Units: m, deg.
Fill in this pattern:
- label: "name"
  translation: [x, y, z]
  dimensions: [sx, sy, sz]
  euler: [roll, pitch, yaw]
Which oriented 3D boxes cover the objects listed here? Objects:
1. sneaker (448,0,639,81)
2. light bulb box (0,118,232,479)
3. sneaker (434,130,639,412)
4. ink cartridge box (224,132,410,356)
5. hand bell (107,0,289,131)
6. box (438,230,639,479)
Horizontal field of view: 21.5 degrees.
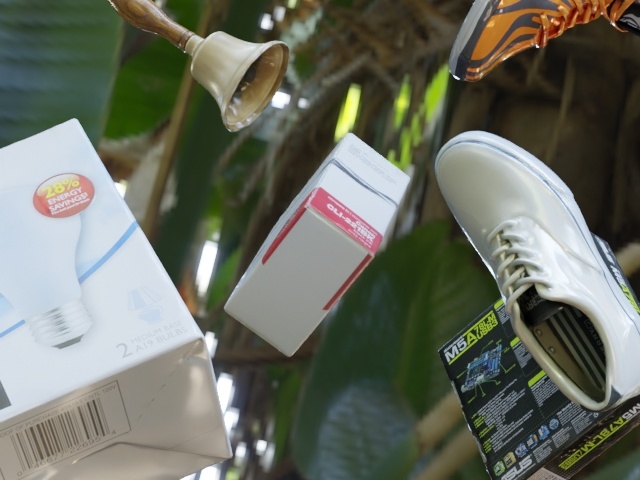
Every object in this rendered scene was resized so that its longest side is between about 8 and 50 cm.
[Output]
- label: "sneaker"
  translation: [0.298, -0.272, 1.933]
  dimensions: [0.180, 0.321, 0.124]
  euler: [39, -15, 11]
- label: "light bulb box"
  translation: [-0.333, 0.112, 1.766]
  dimensions: [0.357, 0.361, 0.225]
  euler: [-23, -40, -15]
- label: "sneaker"
  translation: [0.178, 0.023, 1.357]
  dimensions: [0.094, 0.091, 0.258]
  euler: [-41, -96, 29]
- label: "ink cartridge box"
  translation: [0.000, 0.000, 2.242]
  dimensions: [0.114, 0.273, 0.197]
  euler: [36, -63, -5]
- label: "hand bell"
  translation: [-0.171, -0.248, 2.075]
  dimensions: [0.242, 0.126, 0.126]
  euler: [33, -26, 17]
- label: "box"
  translation: [0.209, 0.114, 1.508]
  dimensions: [0.045, 0.184, 0.190]
  euler: [30, -63, -37]
